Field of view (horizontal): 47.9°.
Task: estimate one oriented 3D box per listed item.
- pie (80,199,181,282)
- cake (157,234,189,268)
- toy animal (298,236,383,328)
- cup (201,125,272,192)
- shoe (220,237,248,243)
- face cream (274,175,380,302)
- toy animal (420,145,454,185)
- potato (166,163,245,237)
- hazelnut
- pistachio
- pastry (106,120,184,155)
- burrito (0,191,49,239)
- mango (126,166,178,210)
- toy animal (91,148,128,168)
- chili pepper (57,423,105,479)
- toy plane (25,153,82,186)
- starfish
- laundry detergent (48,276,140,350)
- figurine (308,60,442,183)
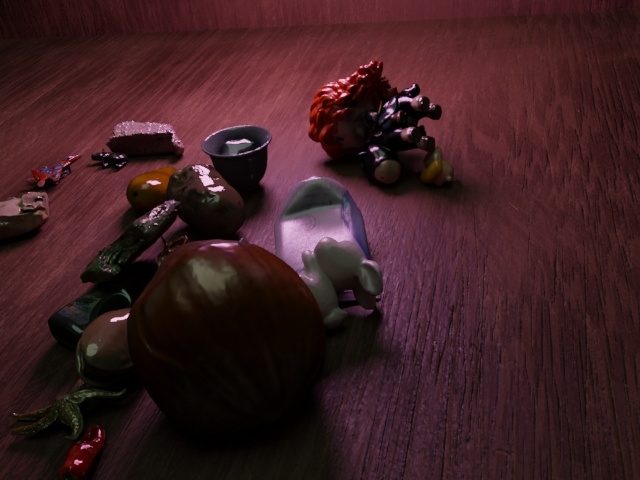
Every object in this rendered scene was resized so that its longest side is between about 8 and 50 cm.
[{"bbox_3d":[-0.435,0.003,1.685,0.302,0.067,0.302,-41,7,6],"label":"pie"},{"bbox_3d":[-0.306,0.122,1.601,0.098,0.135,0.287,-7,52,-8],"label":"cake"},{"bbox_3d":[0.024,0.094,1.509,0.193,0.127,0.178,-30,63,-18],"label":"toy animal"},{"bbox_3d":[-0.224,-0.218,2.042,0.199,0.150,0.199,-6,32,4],"label":"cup"},{"bbox_3d":[-0.182,0.047,1.623,0.228,0.125,0.099,18,63,41],"label":"shoe"},{"bbox_3d":[0.000,0.000,1.720,0.235,0.137,0.420,-6,44,0],"label":"face cream"},{"bbox_3d":[0.322,-0.193,1.969,0.082,0.091,0.114,16,43,-15],"label":"toy animal"},{"bbox_3d":[-0.294,-0.096,1.859,0.165,0.165,0.262,-27,49,-27],"label":"potato"},{"bbox_3d":[-0.171,0.169,1.307,0.372,0.315,0.372,-4,62,7],"label":"hazelnut"},{"bbox_3d":[-0.403,0.207,1.427,0.136,0.135,0.226,3,18,16],"label":"pistachio"},{"bbox_3d":[-0.554,-0.329,2.329,0.265,0.103,0.112,7,52,11],"label":"pastry"},{"bbox_3d":[-0.909,-0.048,1.969,0.348,0.107,0.175,-20,19,-23],"label":"burrito"},{"bbox_3d":[-0.470,-0.151,2.042,0.136,0.099,0.227,-4,24,14],"label":"mango"},{"bbox_3d":[-0.678,-0.262,2.306,0.136,0.047,0.065,8,30,25],"label":"toy animal"},{"bbox_3d":[-0.412,0.375,1.245,0.059,0.050,0.191,-20,23,12],"label":"chili pepper"},{"bbox_3d":[-0.819,-0.219,2.254,0.130,0.061,0.189,18,36,35],"label":"toy plane"},{"bbox_3d":[-0.476,0.309,1.359,0.224,0.050,0.217,-14,17,-4],"label":"starfish"},{"bbox_3d":[-0.475,0.151,1.590,0.144,0.078,0.222,16,37,32],"label":"laundry detergent"},{"bbox_3d":[0.152,-0.331,2.049,0.241,0.306,0.412,-2,34,-43],"label":"figurine"}]
